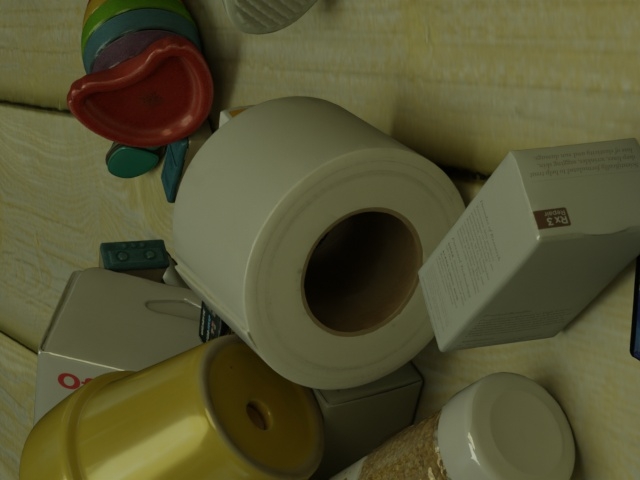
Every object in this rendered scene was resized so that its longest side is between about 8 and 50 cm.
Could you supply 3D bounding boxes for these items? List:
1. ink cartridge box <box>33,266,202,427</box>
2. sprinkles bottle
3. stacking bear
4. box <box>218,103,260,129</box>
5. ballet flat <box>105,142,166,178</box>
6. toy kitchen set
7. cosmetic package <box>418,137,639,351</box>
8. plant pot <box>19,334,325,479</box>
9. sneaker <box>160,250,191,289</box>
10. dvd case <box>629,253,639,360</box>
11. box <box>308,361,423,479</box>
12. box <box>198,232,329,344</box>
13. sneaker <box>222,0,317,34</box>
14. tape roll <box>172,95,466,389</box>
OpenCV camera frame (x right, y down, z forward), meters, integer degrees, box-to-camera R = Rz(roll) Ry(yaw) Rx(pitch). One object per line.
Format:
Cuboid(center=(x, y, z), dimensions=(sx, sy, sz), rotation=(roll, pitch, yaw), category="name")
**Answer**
Cuboid(center=(-0.206, 0.256, 1.859), dimensions=(0.166, 0.285, 0.395), rotation=(-76, -2, -53), category="ink cartridge box")
Cuboid(center=(0.088, 0.244, 1.419), dimensions=(0.355, 0.121, 0.121), rotation=(-41, 62, 48), category="sprinkles bottle")
Cuboid(center=(-0.240, -0.276, 1.920), dimensions=(0.164, 0.175, 0.289), rotation=(53, -163, -52), category="stacking bear")
Cuboid(center=(-0.054, -0.042, 1.684), dimensions=(0.114, 0.103, 0.203), rotation=(49, 141, 46), category="box")
Cuboid(center=(-0.245, -0.150, 2.090), dimensions=(0.213, 0.072, 0.068), rotation=(144, 140, -61), category="ballet flat")
Cuboid(center=(-0.212, -0.046, 1.900), dimensions=(0.122, 0.166, 0.207), rotation=(111, 149, -46), category="toy kitchen set")
Cuboid(center=(0.173, 0.008, 1.210), dimensions=(0.231, 0.117, 0.085), rotation=(120, 139, -58), category="cosmetic package")
Cuboid(center=(-0.133, 0.222, 1.502), dimensions=(0.239, 0.254, 0.254), rotation=(-37, 63, 32), category="plant pot")
Cuboid(center=(-0.195, 0.140, 1.967), dimensions=(0.279, 0.118, 0.107), rotation=(55, 164, 5), category="sneaker")
Cuboid(center=(0.298, 0.001, 1.091), dimensions=(0.180, 0.022, 0.253), rotation=(34, 129, 57), category="dvd case")
Cuboid(center=(0.002, 0.233, 1.654), dimensions=(0.148, 0.121, 0.311), rotation=(55, 145, 40), category="box")
Cuboid(center=(-0.034, 0.016, 1.587), dimensions=(0.051, 0.175, 0.220), rotation=(51, 143, 45), category="box")
Cuboid(center=(-0.034, -0.393, 1.509), dimensions=(0.150, 0.135, 0.366), rotation=(-119, 40, -48), category="sneaker")
Cuboid(center=(0.000, 0.000, 1.437), dimensions=(0.169, 0.246, 0.246), rotation=(37, 131, 53), category="tape roll")
